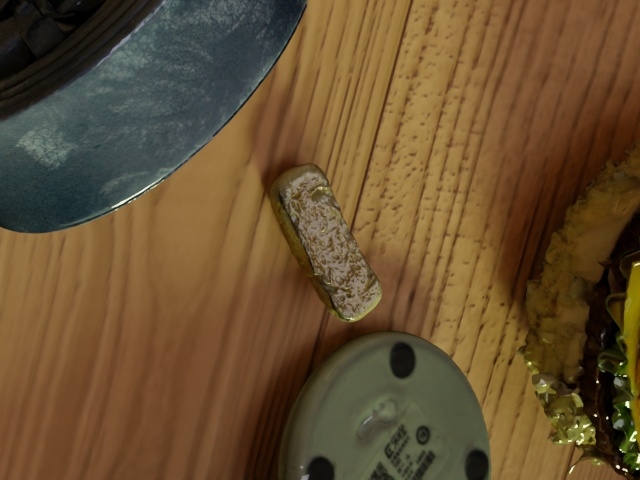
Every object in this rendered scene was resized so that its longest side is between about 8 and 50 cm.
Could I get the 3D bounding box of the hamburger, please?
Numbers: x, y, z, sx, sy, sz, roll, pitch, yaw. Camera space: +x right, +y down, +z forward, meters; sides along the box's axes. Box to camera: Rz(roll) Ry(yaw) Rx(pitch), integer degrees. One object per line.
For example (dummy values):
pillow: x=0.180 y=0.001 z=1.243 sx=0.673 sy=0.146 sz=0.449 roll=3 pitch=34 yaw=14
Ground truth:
hamburger: x=0.227 y=0.031 z=1.102 sx=0.262 sy=0.139 sz=0.243 roll=-30 pitch=127 yaw=-30

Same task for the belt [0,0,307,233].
belt: x=-0.087 y=-0.094 z=0.759 sx=0.190 sy=0.141 sz=0.082 roll=-52 pitch=135 yaw=-17

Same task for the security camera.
security camera: x=-0.015 y=0.178 z=0.990 sx=0.301 sy=0.080 sz=0.157 roll=-52 pitch=120 yaw=-29

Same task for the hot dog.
hot dog: x=0.000 y=0.000 z=0.956 sx=0.030 sy=0.034 sz=0.090 roll=-33 pitch=109 yaw=-15
